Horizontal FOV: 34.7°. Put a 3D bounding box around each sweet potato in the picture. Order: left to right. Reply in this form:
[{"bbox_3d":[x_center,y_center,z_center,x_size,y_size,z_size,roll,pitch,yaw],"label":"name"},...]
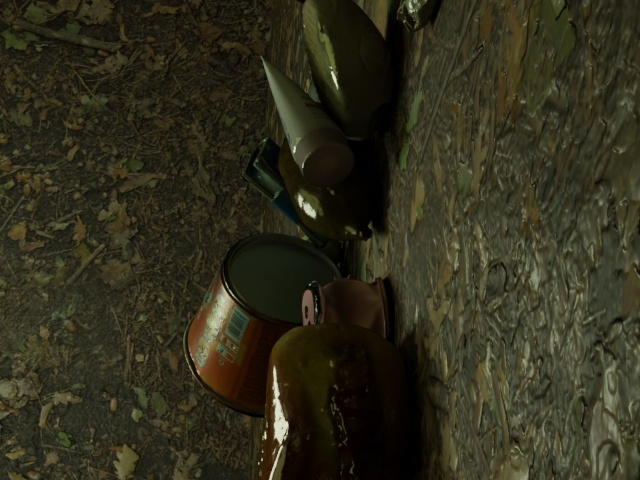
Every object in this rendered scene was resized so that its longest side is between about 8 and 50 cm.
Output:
[{"bbox_3d":[0.009,-0.101,1.674,0.370,0.158,0.158,-99,15,-60],"label":"sweet potato"}]

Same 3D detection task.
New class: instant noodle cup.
[{"bbox_3d":[-0.085,0.140,1.839,0.296,0.296,0.214,-95,20,-47],"label":"instant noodle cup"}]

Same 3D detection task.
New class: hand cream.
[{"bbox_3d":[-0.019,-0.184,1.587,0.133,0.083,0.248,41,-162,-43],"label":"hand cream"}]

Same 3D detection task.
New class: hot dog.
[{"bbox_3d":[0.010,0.321,1.325,0.223,0.185,0.405,-113,28,-76],"label":"hot dog"}]

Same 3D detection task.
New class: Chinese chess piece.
[{"bbox_3d":[-0.001,0.020,1.912,0.034,0.084,0.084,-68,-12,-61],"label":"Chinese chess piece"}]

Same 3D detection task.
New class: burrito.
[{"bbox_3d":[0.133,-0.321,1.292,0.149,0.041,0.055,113,146,-57],"label":"burrito"}]

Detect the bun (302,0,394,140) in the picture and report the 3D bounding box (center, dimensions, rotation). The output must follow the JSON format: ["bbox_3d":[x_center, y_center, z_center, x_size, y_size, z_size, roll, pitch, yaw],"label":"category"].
[{"bbox_3d":[0.050,-0.271,1.577,0.210,0.116,0.237,-126,17,-67],"label":"bun"}]

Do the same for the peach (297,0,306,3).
[{"bbox_3d":[-0.074,-0.573,2.037,0.338,0.281,0.281,137,137,-66],"label":"peach"}]

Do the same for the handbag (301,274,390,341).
[{"bbox_3d":[0.031,0.153,1.508,0.179,0.116,0.205,-133,46,-80],"label":"handbag"}]

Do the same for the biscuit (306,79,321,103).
[{"bbox_3d":[0.000,-0.189,2.029,0.186,0.079,0.309,-97,12,-45],"label":"biscuit"}]

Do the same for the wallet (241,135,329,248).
[{"bbox_3d":[-0.044,-0.086,1.834,0.059,0.202,0.141,-41,14,25],"label":"wallet"}]
